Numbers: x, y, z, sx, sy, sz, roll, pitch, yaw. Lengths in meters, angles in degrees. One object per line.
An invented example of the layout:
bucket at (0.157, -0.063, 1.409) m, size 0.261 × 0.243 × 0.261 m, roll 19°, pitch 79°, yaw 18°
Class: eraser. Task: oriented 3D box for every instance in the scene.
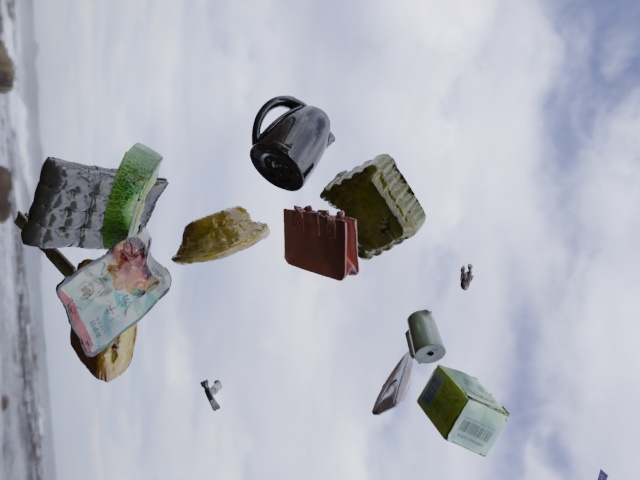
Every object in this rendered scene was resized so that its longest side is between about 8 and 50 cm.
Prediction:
eraser at (0.283, 0.504, 2.445) m, size 0.243 × 0.059 × 0.204 m, roll -57°, pitch -177°, yaw -30°

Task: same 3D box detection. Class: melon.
melon at (-0.370, -0.081, 1.345) m, size 0.118 × 0.064 × 0.209 m, roll -88°, pitch -165°, yaw -77°

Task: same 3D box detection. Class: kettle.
kettle at (-0.098, -0.353, 2.292) m, size 0.290 × 0.268 × 0.207 m, roll -56°, pitch -175°, yaw -27°
kettle at (0.327, 0.308, 2.158) m, size 0.148 × 0.098 × 0.126 m, roll -101°, pitch -176°, yaw -46°

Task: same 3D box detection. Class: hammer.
hammer at (-0.265, 0.378, 1.717) m, size 0.201 × 0.021 × 0.078 m, roll 107°, pitch -41°, yaw -84°

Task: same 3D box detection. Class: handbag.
handbag at (0.000, 0.000, 1.628) m, size 0.213 × 0.059 × 0.157 m, roll 14°, pitch -67°, yaw 45°

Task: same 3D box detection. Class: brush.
brush at (-0.724, 0.010, 1.822) m, size 0.248 × 0.036 × 0.043 m, roll 40°, pitch -63°, yaw 19°

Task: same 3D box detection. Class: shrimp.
shrimp at (0.378, 0.089, 1.770) m, size 0.038 × 0.029 × 0.092 m, roll -38°, pitch -152°, yaw 34°

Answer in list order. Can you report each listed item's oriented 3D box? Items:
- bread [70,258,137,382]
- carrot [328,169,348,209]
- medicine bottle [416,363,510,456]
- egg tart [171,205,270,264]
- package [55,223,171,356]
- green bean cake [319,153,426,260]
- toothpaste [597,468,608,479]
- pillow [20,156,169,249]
bread at (-0.479, 0.175, 1.534) m, size 0.210 × 0.099 × 0.235 m, roll 30°, pitch -67°, yaw 44°
carrot at (0.071, -0.163, 2.257) m, size 0.173 × 0.082 × 0.082 m, roll -72°, pitch 180°, yaw -48°
medicine bottle at (0.378, 0.451, 1.856) m, size 0.141 × 0.137 × 0.250 m, roll -61°, pitch -166°, yaw 6°
egg tart at (-0.303, -0.022, 2.044) m, size 0.319 × 0.319 × 0.128 m, roll 1°, pitch -71°, yaw 67°
package at (-0.362, 0.086, 1.248) m, size 0.040 × 0.232 × 0.166 m, roll 7°, pitch -56°, yaw 32°
green bean cake at (0.133, -0.082, 1.847) m, size 0.233 × 0.124 × 0.236 m, roll -27°, pitch -80°, yaw 38°
toothpaste at (0.650, 0.568, 1.598) m, size 0.024 × 0.083 × 0.015 m, roll 43°, pitch -45°, yaw 7°
pillow at (-0.556, -0.084, 1.705) m, size 0.101 × 0.326 × 0.228 m, roll 35°, pitch -72°, yaw 40°
